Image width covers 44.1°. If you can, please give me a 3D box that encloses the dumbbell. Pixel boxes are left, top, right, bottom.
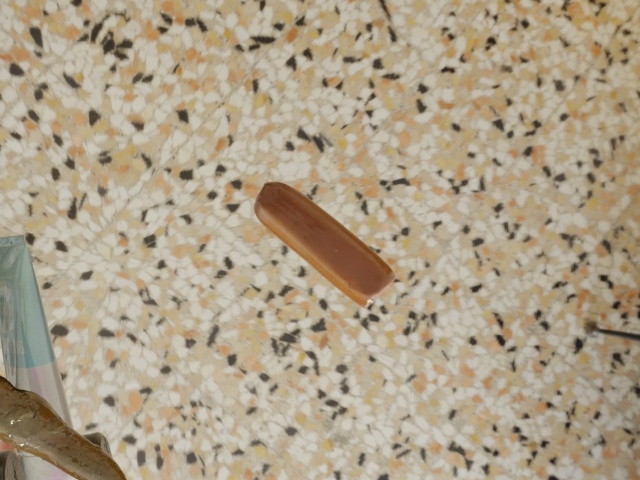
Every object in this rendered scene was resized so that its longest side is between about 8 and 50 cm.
[{"bbox_3d":[-0.487,0.439,1.413,0.218,0.152,0.152,-10,91,-9],"label":"dumbbell"}]

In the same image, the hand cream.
[{"bbox_3d":[-0.354,0.147,0.959,0.070,0.111,0.312,-16,98,-40],"label":"hand cream"}]

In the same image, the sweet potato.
[{"bbox_3d":[-0.321,0.203,0.874,0.274,0.067,0.067,33,81,-4],"label":"sweet potato"}]

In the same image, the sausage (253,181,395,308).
[{"bbox_3d":[0.000,0.000,0.620,0.131,0.039,0.041,40,90,15],"label":"sausage"}]
